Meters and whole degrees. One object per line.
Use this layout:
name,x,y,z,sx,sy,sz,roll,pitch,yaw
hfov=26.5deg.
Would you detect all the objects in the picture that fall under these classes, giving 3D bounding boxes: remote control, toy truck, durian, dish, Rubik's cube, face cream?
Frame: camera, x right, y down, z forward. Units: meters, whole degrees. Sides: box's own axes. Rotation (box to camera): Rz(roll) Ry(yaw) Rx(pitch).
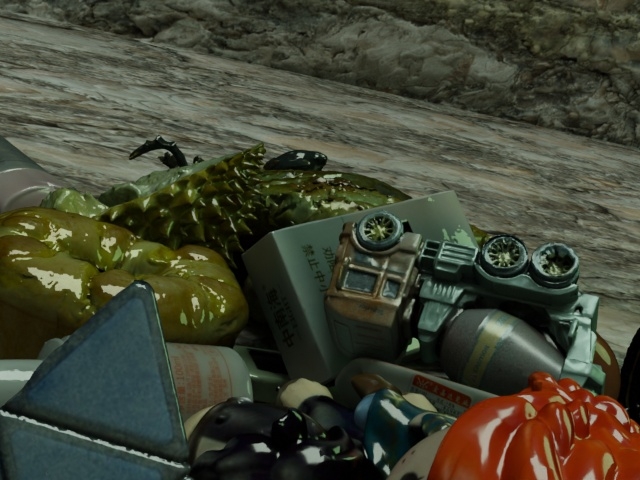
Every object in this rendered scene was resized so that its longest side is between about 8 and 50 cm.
remote control,0.048,0.151,1.362,0.310,0.038,0.090,11,15,-18
toy truck,0.126,0.073,1.186,0.257,0.108,0.140,12,57,16
durian,-0.201,-0.014,1.429,0.172,0.166,0.306,26,-32,-37
dish,0.111,0.178,1.188,0.234,0.064,0.154,15,-23,35
Rubik's cube,-0.151,0.194,0.759,0.228,0.229,0.233,-16,40,28
face cream,-0.183,0.126,1.078,0.252,0.101,0.101,7,17,-31
face cream,-0.396,-0.083,1.670,0.107,0.073,0.269,-2,23,-38

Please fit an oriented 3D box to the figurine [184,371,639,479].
figurine,0.079,0.187,0.938,0.412,0.241,0.306,18,-7,44

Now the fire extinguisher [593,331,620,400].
fire extinguisher,0.268,0.146,1.415,0.200,0.113,0.376,34,7,2

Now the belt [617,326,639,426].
belt,0.460,0.185,1.412,0.164,0.184,0.289,9,21,-44

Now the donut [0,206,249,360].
donut,-0.200,0.063,1.235,0.261,0.128,0.208,14,16,-9

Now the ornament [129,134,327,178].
ornament,-0.133,-0.089,1.837,0.236,0.080,0.202,14,-21,-22

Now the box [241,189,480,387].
box,0.058,0.047,1.340,0.243,0.155,0.067,-12,-14,-37

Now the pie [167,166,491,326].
pie,0.000,-0.005,1.620,0.395,0.180,0.418,8,12,-31
